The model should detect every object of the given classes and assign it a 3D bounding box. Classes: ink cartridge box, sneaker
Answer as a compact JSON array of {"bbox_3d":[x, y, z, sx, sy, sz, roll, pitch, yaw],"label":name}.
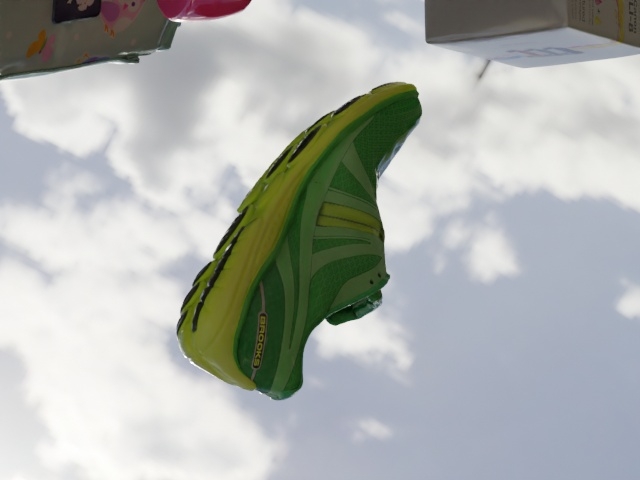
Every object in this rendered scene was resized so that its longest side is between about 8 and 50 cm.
[{"bbox_3d":[0.178,-0.215,1.538,0.127,0.128,0.176,-4,177,31],"label":"ink cartridge box"},{"bbox_3d":[0.000,0.000,1.455,0.123,0.109,0.295,41,-119,-13],"label":"sneaker"}]

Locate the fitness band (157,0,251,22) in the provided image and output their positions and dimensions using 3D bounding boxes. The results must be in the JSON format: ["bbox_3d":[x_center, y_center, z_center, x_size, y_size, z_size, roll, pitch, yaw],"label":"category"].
[{"bbox_3d":[-0.073,-0.261,1.133,0.054,0.291,0.209,-7,-120,-17],"label":"fitness band"}]

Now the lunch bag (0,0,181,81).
[{"bbox_3d":[-0.212,-0.237,1.303,0.223,0.160,0.262,-18,-90,-49],"label":"lunch bag"}]
